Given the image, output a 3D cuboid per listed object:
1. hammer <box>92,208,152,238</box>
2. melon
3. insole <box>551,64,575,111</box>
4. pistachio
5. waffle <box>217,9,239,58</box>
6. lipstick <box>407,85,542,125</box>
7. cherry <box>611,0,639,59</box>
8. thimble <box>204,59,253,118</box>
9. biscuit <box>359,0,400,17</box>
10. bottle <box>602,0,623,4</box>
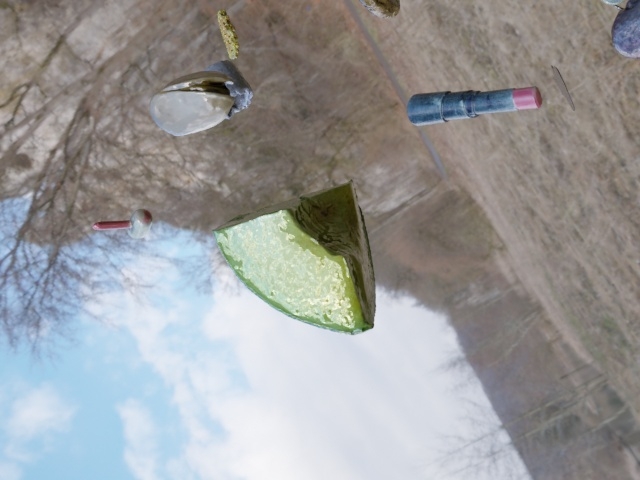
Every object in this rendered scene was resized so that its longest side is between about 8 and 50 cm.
[{"bbox_3d":[-0.286,-0.022,0.874,0.083,0.052,0.031,-6,-123,-37],"label":"hammer"},{"bbox_3d":[0.000,0.000,1.164,0.331,0.226,0.343,24,-165,10],"label":"melon"},{"bbox_3d":[0.453,-0.293,1.136,0.086,0.005,0.253,63,-157,-13],"label":"insole"},{"bbox_3d":[-0.311,-0.338,1.479,0.153,0.238,0.137,11,-113,-67],"label":"pistachio"},{"bbox_3d":[-0.157,-0.350,1.024,0.078,0.016,0.085,118,133,-70],"label":"waffle"},{"bbox_3d":[0.229,-0.207,0.916,0.053,0.053,0.234,50,158,-28],"label":"lipstick"},{"bbox_3d":[0.865,-0.560,1.575,0.195,0.195,0.195,52,-165,-20],"label":"cherry"},{"bbox_3d":[-0.273,-0.432,1.745,0.117,0.127,0.151,57,172,7],"label":"thimble"},{"bbox_3d":[0.058,-0.445,0.939,0.226,0.042,0.225,41,-143,-41],"label":"biscuit"},{"bbox_3d":[0.797,-0.714,1.587,0.072,0.201,0.072,27,160,10],"label":"bottle"}]
